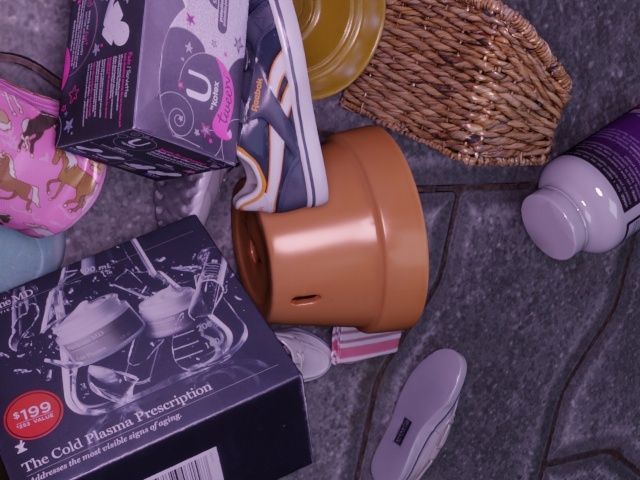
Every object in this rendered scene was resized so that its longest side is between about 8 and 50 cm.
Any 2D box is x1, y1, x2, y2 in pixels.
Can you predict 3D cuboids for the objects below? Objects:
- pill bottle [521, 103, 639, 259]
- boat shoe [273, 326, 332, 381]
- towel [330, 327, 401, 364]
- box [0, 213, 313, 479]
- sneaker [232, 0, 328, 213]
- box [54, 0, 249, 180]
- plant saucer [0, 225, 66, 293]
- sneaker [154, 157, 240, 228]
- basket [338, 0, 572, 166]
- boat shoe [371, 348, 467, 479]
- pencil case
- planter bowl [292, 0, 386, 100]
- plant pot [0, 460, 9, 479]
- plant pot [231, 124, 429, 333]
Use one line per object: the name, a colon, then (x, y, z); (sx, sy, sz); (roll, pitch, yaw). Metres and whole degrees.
pill bottle: (0.499, -0.098, 2.122); (0.323, 0.181, 0.181); (-31, 127, -24)
boat shoe: (-0.070, 0.179, 1.858); (0.258, 0.084, 0.095); (9, 104, -41)
towel: (0.078, 0.092, 1.957); (0.144, 0.029, 0.197); (-5, 105, -43)
box: (-0.232, 0.180, 1.515); (0.343, 0.312, 0.179); (-23, 137, -16)
sneaker: (-0.079, -0.184, 1.527); (0.127, 0.126, 0.321); (-13, 105, -8)
box: (-0.185, -0.211, 1.428); (0.163, 0.142, 0.247); (18, 72, -46)
plant saucer: (-0.398, 0.023, 1.552); (0.195, 0.037, 0.195); (-17, 120, -33)
sneaker: (-0.130, -0.118, 1.654); (0.115, 0.105, 0.281); (13, 101, -41)
basket: (0.203, -0.249, 1.729); (0.213, 0.299, 0.223); (-4, 113, -38)
boat shoe: (0.183, 0.307, 2.120); (0.088, 0.096, 0.267); (16, 101, -46)
pencil case: (-0.421, -0.129, 1.382); (0.386, 0.167, 0.160); (26, 61, -43)
planter bowl: (-0.023, -0.302, 1.663); (0.217, 0.090, 0.217); (-17, 120, -32)
plant pot: (-0.405, 0.429, 1.585); (0.323, 0.323, 0.280); (-11, 133, -35)
plant pot: (0.000, 0.000, 1.720); (0.203, 0.291, 0.291); (-11, 118, -17)
